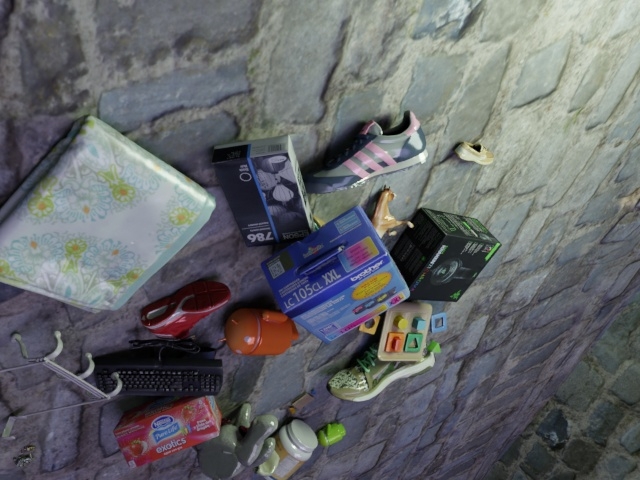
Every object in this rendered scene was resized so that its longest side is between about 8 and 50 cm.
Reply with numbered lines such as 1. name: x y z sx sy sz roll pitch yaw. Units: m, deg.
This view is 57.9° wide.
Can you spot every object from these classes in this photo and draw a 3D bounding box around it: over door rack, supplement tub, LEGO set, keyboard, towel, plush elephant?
1. over door rack: -0.664 0.324 1.329 0.324 0.108 0.239 -23 138 7
2. supplement tub: -0.120 0.748 2.055 0.200 0.144 0.144 -48 138 14
3. LEGO set: -0.788 0.582 1.541 0.054 0.023 0.083 -4 131 -31
4. keyboard: -0.404 0.320 1.450 0.317 0.033 0.202 2 120 -8
5. towel: -0.438 -0.025 1.144 0.374 0.090 0.320 -44 139 10
6. plush elephant: -0.260 0.620 1.784 0.271 0.255 0.330 9 93 7

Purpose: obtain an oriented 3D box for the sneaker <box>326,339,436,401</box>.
1. sneaker: 0.196 0.394 1.962 0.410 0.158 0.182 -21 117 -20

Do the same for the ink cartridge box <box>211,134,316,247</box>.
1. ink cartridge box: -0.111 -0.079 1.286 0.165 0.065 0.333 -9 139 8

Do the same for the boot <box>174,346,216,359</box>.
1. boot: -0.383 0.325 1.550 0.219 0.082 0.106 16 93 -30

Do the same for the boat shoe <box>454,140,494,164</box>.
1. boat shoe: 0.419 -0.236 1.544 0.135 0.050 0.045 1 133 -35

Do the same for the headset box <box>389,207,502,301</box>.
1. headset box: 0.361 0.052 1.719 0.283 0.131 0.246 8 124 -39

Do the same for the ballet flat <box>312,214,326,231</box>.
1. ballet flat: 0.000 0.000 1.489 0.073 0.080 0.232 -48 150 -29

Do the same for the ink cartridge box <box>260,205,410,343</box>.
1. ink cartridge box: 0.040 0.085 1.379 0.270 0.151 0.395 -31 151 5

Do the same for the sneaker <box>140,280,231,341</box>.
1. sneaker: -0.321 0.180 1.440 0.221 0.087 0.128 -16 146 -3

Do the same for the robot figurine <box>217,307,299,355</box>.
1. robot figurine: -0.165 0.247 1.558 0.219 0.158 0.128 10 81 -40

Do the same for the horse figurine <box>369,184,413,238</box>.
1. horse figurine: 0.140 -0.009 1.564 0.263 0.066 0.174 -46 144 9

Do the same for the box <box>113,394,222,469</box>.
1. box: -0.410 0.498 1.576 0.256 0.128 0.123 -20 99 -3

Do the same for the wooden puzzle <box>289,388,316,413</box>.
1. wooden puzzle: -0.063 0.559 2.014 0.116 0.014 0.079 -33 144 -2

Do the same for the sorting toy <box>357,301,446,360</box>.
1. sorting toy: 0.280 0.300 1.884 0.347 0.047 0.196 6 96 -27

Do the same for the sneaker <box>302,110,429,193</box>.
1. sneaker: 0.091 -0.204 1.337 0.318 0.112 0.131 -21 113 -12

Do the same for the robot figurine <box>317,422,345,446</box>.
1. robot figurine: 0.038 0.745 2.217 0.115 0.067 0.101 -22 146 -15
